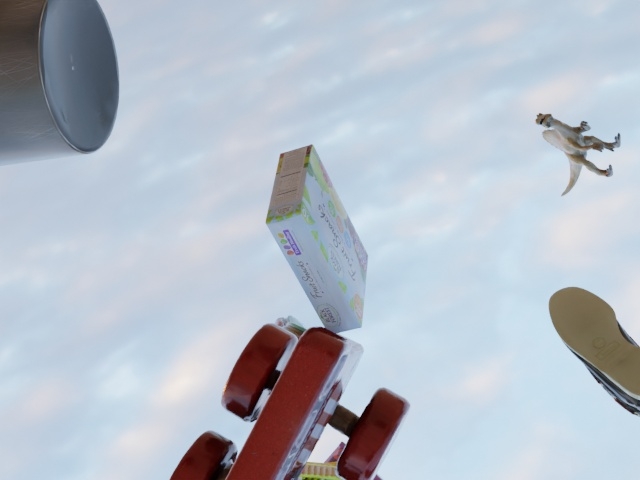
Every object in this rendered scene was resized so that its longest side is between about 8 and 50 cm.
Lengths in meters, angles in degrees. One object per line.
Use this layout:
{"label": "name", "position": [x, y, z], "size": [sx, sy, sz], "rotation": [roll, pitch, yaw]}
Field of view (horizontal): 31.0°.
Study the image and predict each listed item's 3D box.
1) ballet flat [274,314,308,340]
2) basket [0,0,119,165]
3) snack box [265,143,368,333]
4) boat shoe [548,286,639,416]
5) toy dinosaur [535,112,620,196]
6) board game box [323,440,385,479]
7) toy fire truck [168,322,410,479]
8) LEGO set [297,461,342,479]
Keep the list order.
{"label": "ballet flat", "position": [-0.036, 0.138, 1.385], "size": [0.079, 0.077, 0.221], "rotation": [-53, -173, -4]}
{"label": "basket", "position": [-0.281, -0.121, 0.870], "size": [0.227, 0.154, 0.204], "rotation": [-3, -173, 15]}
{"label": "snack box", "position": [0.000, 0.000, 1.033], "size": [0.037, 0.141, 0.100], "rotation": [-14, -143, 20]}
{"label": "boat shoe", "position": [0.223, 0.087, 0.898], "size": [0.049, 0.042, 0.133], "rotation": [-32, -135, -7]}
{"label": "toy dinosaur", "position": [0.317, -0.112, 1.412], "size": [0.093, 0.183, 0.053], "rotation": [16, -109, 33]}
{"label": "board game box", "position": [0.046, 0.472, 1.839], "size": [0.208, 0.056, 0.347], "rotation": [-52, -156, -3]}
{"label": "toy fire truck", "position": [-0.050, 0.215, 1.065], "size": [0.302, 0.169, 0.254], "rotation": [-61, 169, 1]}
{"label": "LEGO set", "position": [-0.069, 0.386, 1.739], "size": [0.287, 0.107, 0.132], "rotation": [5, 163, -17]}
